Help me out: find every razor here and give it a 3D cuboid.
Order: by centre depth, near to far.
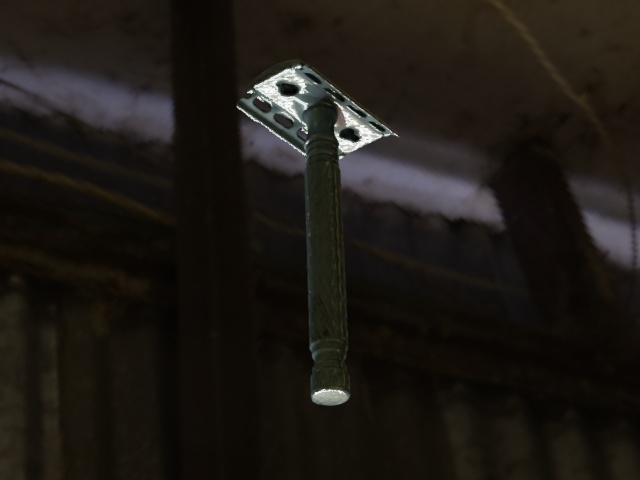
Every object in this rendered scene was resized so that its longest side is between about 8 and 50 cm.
[{"bbox_3d":[0.000,0.000,1.027,0.106,0.068,0.232,33,-136,-41],"label":"razor"}]
